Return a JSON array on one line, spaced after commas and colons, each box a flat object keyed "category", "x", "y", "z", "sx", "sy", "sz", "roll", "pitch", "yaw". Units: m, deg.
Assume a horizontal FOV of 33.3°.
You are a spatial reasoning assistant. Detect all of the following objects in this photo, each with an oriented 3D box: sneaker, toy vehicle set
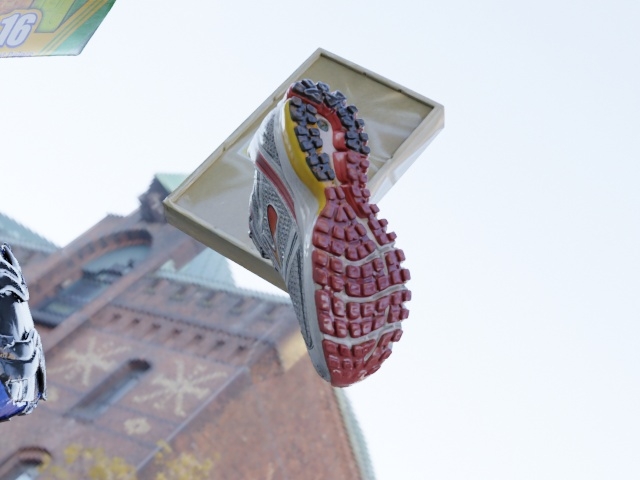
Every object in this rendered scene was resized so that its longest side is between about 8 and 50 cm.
[{"category": "sneaker", "x": 0.000, "y": 0.000, "z": 0.778, "sx": 0.093, "sy": 0.088, "sz": 0.225, "roll": -36, "pitch": -125, "yaw": 44}, {"category": "toy vehicle set", "x": -0.013, "y": -0.080, "z": 1.105, "sx": 0.166, "sy": 0.267, "sz": 0.035, "roll": 30, "pitch": -28, "yaw": 23}]

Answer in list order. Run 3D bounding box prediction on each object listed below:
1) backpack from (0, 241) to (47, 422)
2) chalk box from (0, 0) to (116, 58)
[{"category": "backpack", "x": -0.194, "y": 0.056, "z": 0.541, "sx": 0.120, "sy": 0.101, "sz": 0.098, "roll": 152, "pitch": -84, "yaw": -78}, {"category": "chalk box", "x": -0.141, "y": -0.206, "z": 0.506, "sx": 0.132, "sy": 0.132, "sz": 0.213, "roll": 51, "pitch": -60, "yaw": 13}]
